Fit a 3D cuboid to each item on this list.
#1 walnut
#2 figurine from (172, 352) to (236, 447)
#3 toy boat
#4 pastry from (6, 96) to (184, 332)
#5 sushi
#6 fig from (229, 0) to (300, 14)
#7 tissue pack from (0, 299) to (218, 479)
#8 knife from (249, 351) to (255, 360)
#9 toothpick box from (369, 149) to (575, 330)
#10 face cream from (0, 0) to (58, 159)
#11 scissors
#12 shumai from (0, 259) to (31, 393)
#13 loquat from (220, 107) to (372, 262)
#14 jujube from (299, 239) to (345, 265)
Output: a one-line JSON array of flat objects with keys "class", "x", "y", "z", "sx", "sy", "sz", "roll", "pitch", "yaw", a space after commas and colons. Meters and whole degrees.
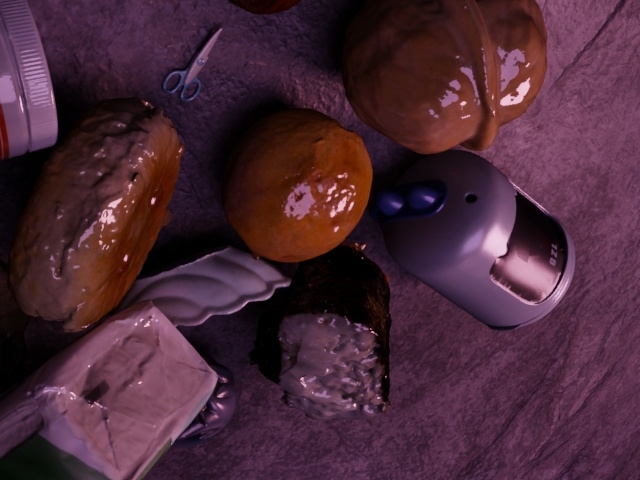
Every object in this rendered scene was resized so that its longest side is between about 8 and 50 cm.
[{"class": "walnut", "x": 0.177, "y": -0.258, "z": 1.307, "sx": 0.296, "sy": 0.285, "sz": 0.285, "roll": -23, "pitch": 133, "yaw": -7}, {"class": "figurine", "x": -0.257, "y": 0.251, "z": 1.482, "sx": 0.265, "sy": 0.175, "sz": 0.197, "roll": 18, "pitch": 139, "yaw": -39}, {"class": "toy boat", "x": -0.192, "y": 0.075, "z": 1.409, "sx": 0.290, "sy": 0.199, "sz": 0.100, "roll": -21, "pitch": 96, "yaw": -12}, {"class": "pastry", "x": -0.284, "y": -0.040, "z": 1.172, "sx": 0.136, "sy": 0.329, "sz": 0.329, "roll": 23, "pitch": 115, "yaw": 1}, {"class": "sushi", "x": 0.008, "y": 0.156, "z": 1.536, "sx": 0.235, "sy": 0.207, "sz": 0.348, "roll": 3, "pitch": 142, "yaw": 4}, {"class": "fig", "x": -0.046, "y": -0.340, "z": 1.146, "sx": 0.146, "sy": 0.201, "sz": 0.133, "roll": 10, "pitch": 108, "yaw": -44}, {"class": "tissue pack", "x": -0.345, "y": 0.266, "z": 1.238, "sx": 0.356, "sy": 0.266, "sz": 0.194, "roll": -35, "pitch": 96, "yaw": 31}, {"class": "knife", "x": -0.019, "y": 0.174, "z": 1.691, "sx": 0.247, "sy": 0.018, "sz": 0.035, "roll": -19, "pitch": 129, "yaw": -23}, {"class": "toothpick box", "x": 0.246, "y": -0.010, "z": 1.577, "sx": 0.263, "sy": 0.263, "sz": 0.355, "roll": -49, "pitch": 134, "yaw": 10}, {"class": "face cream", "x": -0.415, "y": -0.181, "z": 1.026, "sx": 0.187, "sy": 0.201, "sz": 0.201, "roll": -17, "pitch": 131, "yaw": -22}, {"class": "scissors", "x": -0.170, "y": -0.246, "z": 1.265, "sx": 0.058, "sy": 0.014, "sz": 0.119, "roll": 19, "pitch": 115, "yaw": -42}, {"class": "shumai", "x": -0.470, "y": 0.109, "z": 1.256, "sx": 0.175, "sy": 0.166, "sz": 0.206, "roll": -53, "pitch": 159, "yaw": 1}, {"class": "loquat", "x": -0.034, "y": -0.081, "z": 1.356, "sx": 0.238, "sy": 0.193, "sz": 0.238, "roll": -22, "pitch": 139, "yaw": -21}, {"class": "jujube", "x": 0.000, "y": 0.000, "z": 1.528, "sx": 0.077, "sy": 0.077, "sz": 0.129, "roll": -3, "pitch": 136, "yaw": -31}]
